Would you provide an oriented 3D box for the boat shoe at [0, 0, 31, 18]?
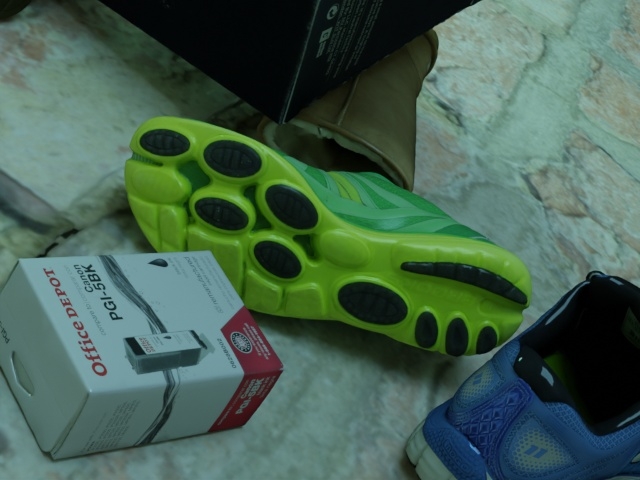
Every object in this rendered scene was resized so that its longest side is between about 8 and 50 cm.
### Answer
[{"bbox_3d":[-0.224,-0.269,0.858,0.073,0.223,0.080,41,34,23],"label":"boat shoe"}]

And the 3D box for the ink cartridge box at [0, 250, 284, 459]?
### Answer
[{"bbox_3d":[-0.104,0.060,0.673,0.135,0.056,0.099,-3,47,-45],"label":"ink cartridge box"}]

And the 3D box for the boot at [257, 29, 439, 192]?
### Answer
[{"bbox_3d":[-0.007,-0.155,1.029,0.236,0.089,0.269,25,36,-3],"label":"boot"}]

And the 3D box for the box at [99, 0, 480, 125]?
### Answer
[{"bbox_3d":[-0.048,-0.305,0.984,0.343,0.179,0.312,35,44,17],"label":"box"}]

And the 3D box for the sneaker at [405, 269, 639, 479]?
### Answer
[{"bbox_3d":[0.208,0.101,0.816,0.330,0.147,0.129,-10,52,-50],"label":"sneaker"}]

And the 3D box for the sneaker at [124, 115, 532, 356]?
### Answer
[{"bbox_3d":[0.000,0.000,0.831,0.296,0.109,0.123,23,10,-14],"label":"sneaker"}]
